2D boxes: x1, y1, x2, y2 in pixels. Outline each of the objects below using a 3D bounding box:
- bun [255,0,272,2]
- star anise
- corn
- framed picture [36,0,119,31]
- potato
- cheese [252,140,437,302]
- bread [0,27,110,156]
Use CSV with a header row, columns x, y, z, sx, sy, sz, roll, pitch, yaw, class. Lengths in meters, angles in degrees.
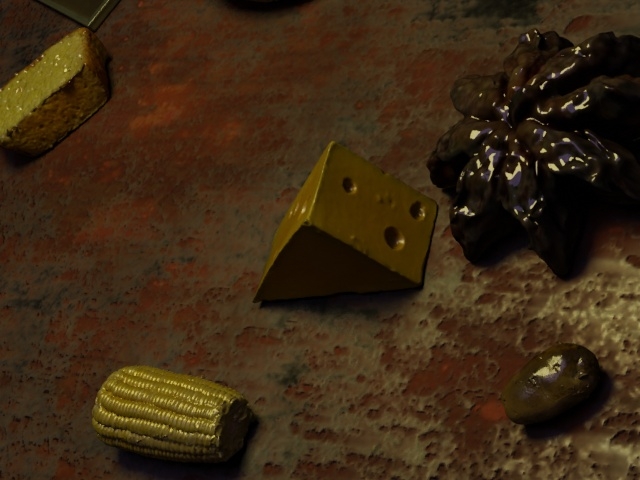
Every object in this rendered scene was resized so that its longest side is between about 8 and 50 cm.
x,y,z,sx,sy,sz,roll,pitch,yaw,class
-0.053,-0.412,1.633,0.299,0.165,0.299,-22,49,27,bun
0.188,-0.096,1.245,0.236,0.109,0.223,-34,39,16,star anise
-0.137,0.159,1.345,0.165,0.063,0.085,3,37,38,corn
-0.260,-0.388,1.892,0.250,0.016,0.184,-53,42,-7,framed picture
0.177,0.111,1.139,0.083,0.040,0.051,-34,38,12,potato
0.000,0.000,1.352,0.171,0.126,0.093,-28,40,49,cheese
-0.327,-0.168,1.745,0.187,0.065,0.103,-38,44,8,bread
